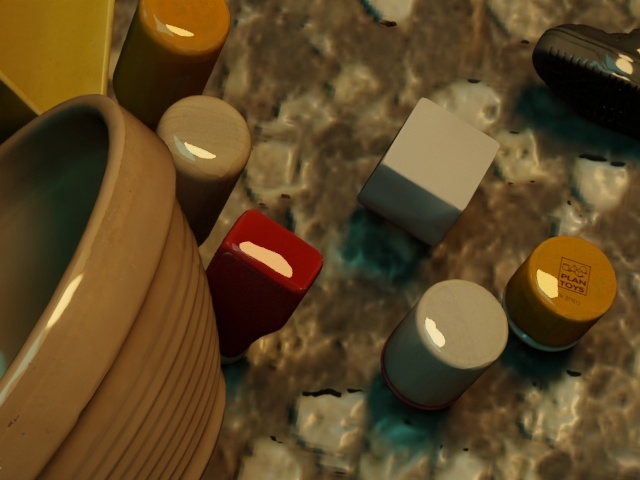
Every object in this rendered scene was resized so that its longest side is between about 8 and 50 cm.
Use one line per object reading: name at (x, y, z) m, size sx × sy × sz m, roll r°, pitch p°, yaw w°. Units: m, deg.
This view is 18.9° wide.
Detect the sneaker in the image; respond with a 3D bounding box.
sneaker at (0.186, -0.078, 0.836) m, size 0.170 × 0.051 × 0.089 m, roll 24°, pitch 72°, yaw 10°

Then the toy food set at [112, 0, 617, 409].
toy food set at (0.000, 0.000, 0.818) m, size 0.232 × 0.104 × 0.111 m, roll 31°, pitch 60°, yaw -1°

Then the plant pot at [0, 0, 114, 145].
plant pot at (-0.216, -0.157, 0.840) m, size 0.187 × 0.212 × 0.212 m, roll -6°, pitch 67°, yaw 18°

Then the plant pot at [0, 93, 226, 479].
plant pot at (-0.116, 0.068, 0.751) m, size 0.110 × 0.237 × 0.237 m, roll 40°, pitch 73°, yaw -22°
